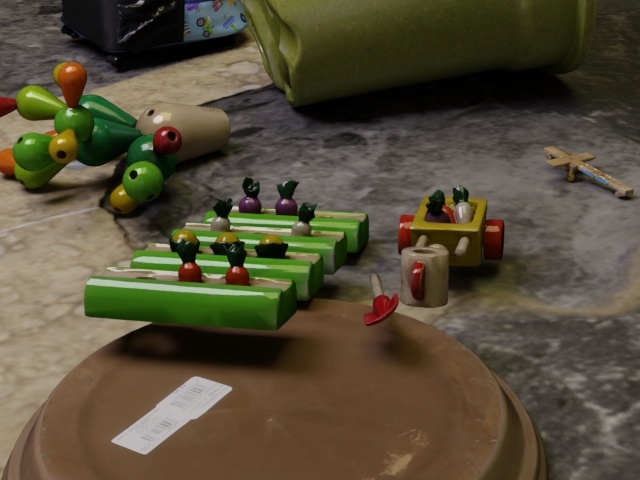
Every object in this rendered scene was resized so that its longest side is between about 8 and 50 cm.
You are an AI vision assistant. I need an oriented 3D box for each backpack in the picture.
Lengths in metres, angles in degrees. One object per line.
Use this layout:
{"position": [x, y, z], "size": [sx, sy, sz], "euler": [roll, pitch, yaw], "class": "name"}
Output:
{"position": [-0.161, -0.252, 1.328], "size": [0.173, 0.117, 0.158], "euler": [-14, 29, -28], "class": "backpack"}

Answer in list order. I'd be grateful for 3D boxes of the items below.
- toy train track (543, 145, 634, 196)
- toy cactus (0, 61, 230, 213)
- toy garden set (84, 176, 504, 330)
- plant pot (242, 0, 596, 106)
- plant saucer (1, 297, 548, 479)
{"position": [0.199, -0.049, 0.991], "size": [0.048, 0.014, 0.083], "euler": [-13, 32, -36], "class": "toy train track"}
{"position": [-0.156, -0.089, 1.025], "size": [0.180, 0.112, 0.219], "euler": [-9, 16, -36], "class": "toy cactus"}
{"position": [0.000, 0.000, 0.796], "size": [0.204, 0.049, 0.244], "euler": [3, 12, 12], "class": "toy garden set"}
{"position": [0.062, -0.239, 1.153], "size": [0.254, 0.276, 0.276], "euler": [-19, 29, -9], "class": "plant pot"}
{"position": [-0.024, 0.101, 0.671], "size": [0.278, 0.041, 0.278], "euler": [-2, 27, 1], "class": "plant saucer"}
